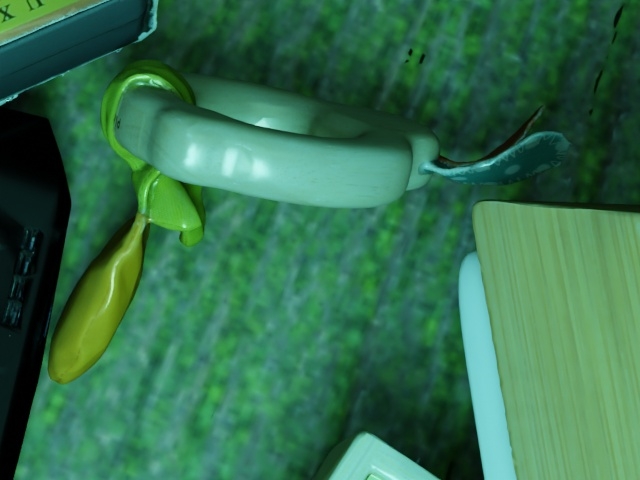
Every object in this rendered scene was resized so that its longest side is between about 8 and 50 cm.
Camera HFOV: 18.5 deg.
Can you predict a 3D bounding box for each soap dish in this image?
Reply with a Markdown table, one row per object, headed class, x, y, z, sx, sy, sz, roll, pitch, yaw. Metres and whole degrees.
| class | x | y | z | sx | sy | sz | roll | pitch | yaw |
| --- | --- | --- | --- | --- | --- | --- | --- | --- | --- |
| soap dish | 0.180 | 0.120 | 0.762 | 0.229 | 0.118 | 0.290 | 1 | 74 | -42 |

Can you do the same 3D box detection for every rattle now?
| class | x | y | z | sx | sy | sz | roll | pitch | yaw |
| --- | --- | --- | --- | --- | --- | --- | --- | --- | --- |
| rattle | 0.000 | 0.000 | 0.834 | 0.200 | 0.130 | 0.142 | 7 | 88 | -33 |

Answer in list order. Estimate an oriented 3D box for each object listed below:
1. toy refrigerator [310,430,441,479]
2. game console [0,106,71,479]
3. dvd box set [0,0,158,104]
| class | x | y | z | sx | sy | sz | roll | pitch | yaw |
| --- | --- | --- | --- | --- | --- | --- | --- | --- | --- |
| toy refrigerator | -0.019 | 0.215 | 0.771 | 0.102 | 0.094 | 0.269 | 34 | 77 | 0 |
| game console | -0.293 | 0.018 | 0.801 | 0.361 | 0.044 | 0.213 | 12 | 77 | -5 |
| dvd box set | -0.294 | -0.209 | 0.811 | 0.308 | 0.062 | 0.420 | -26 | 77 | -14 |
